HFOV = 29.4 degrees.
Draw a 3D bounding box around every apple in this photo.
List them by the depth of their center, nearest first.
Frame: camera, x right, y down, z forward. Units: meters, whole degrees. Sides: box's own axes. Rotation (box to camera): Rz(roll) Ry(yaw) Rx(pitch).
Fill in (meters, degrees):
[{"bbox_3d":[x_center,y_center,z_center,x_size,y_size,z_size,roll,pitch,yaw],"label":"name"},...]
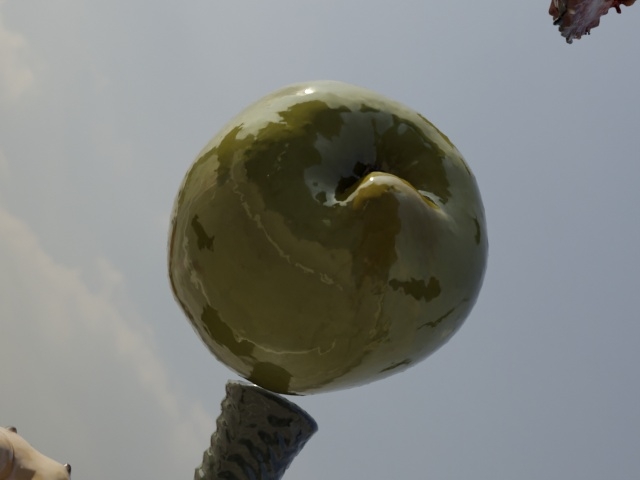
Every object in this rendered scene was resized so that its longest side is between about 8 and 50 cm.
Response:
[{"bbox_3d":[0.000,0.000,0.721,0.200,0.200,0.200,43,-29,31],"label":"apple"}]

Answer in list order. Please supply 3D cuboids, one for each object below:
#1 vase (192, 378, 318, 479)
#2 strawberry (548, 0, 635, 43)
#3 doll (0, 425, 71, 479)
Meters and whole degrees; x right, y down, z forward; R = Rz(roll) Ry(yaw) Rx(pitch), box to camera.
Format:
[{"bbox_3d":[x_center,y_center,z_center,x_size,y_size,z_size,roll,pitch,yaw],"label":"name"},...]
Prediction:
[{"bbox_3d":[-0.086,0.221,0.888,0.115,0.237,0.115,26,-17,8],"label":"vase"},{"bbox_3d":[0.307,-0.352,1.306,0.138,0.233,0.306,51,-45,15],"label":"strawberry"},{"bbox_3d":[-0.248,0.226,0.877,0.154,0.119,0.278,41,-39,4],"label":"doll"}]
